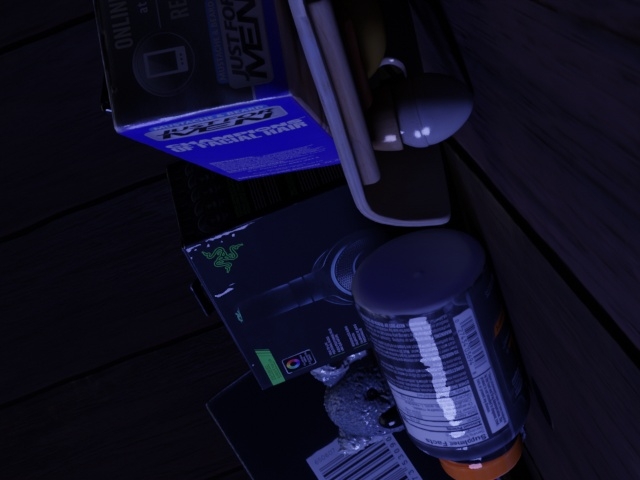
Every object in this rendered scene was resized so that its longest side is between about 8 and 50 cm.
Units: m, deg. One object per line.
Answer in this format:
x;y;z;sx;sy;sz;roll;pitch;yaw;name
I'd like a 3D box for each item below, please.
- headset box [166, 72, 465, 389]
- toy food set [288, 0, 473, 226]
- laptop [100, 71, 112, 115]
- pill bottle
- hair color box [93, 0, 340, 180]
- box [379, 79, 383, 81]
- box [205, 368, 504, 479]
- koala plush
0.000;0.000;1.148;0.131;0.283;0.246;-109;-2;-45;headset box
0.036;-0.173;0.691;0.306;0.092;0.220;69;-168;-59;toy food set
-0.147;-0.300;1.598;0.236;0.408;0.382;-15;68;57;laptop
0.125;0.120;1.052;0.130;0.130;0.245;-109;-3;-58;pill bottle
-0.056;-0.150;0.745;0.339;0.110;0.185;6;-106;-81;hair color box
0.076;-0.080;1.340;0.158;0.093;0.156;66;-177;-45;box
0.107;0.373;1.673;0.480;0.297;0.472;56;180;13;box
0.103;0.171;1.332;0.203;0.221;0.196;-108;-4;-62;koala plush
